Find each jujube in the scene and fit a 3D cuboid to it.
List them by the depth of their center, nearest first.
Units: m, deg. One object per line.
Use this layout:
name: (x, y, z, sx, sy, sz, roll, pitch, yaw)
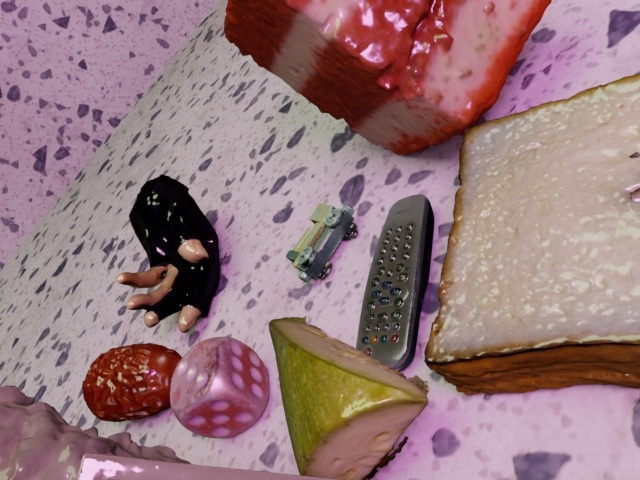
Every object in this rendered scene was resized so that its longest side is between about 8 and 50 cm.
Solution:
jujube: (-0.277, 0.212, 0.811, 0.176, 0.109, 0.112, -16, 83, 29)

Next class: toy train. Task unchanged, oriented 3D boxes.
toy train: (0.000, 0.000, 0.746, 0.122, 0.050, 0.081, -56, 30, -8)

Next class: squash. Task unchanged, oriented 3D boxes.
squash: (0.000, 0.110, 0.553, 0.169, 0.093, 0.252, -62, 27, 30)

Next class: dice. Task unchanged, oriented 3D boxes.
dice: (-0.126, 0.183, 0.671, 0.091, 0.094, 0.093, -36, 38, 18)

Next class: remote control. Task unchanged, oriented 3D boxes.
remote control: (0.090, 0.043, 0.610, 0.072, 0.042, 0.221, -15, 49, 42)

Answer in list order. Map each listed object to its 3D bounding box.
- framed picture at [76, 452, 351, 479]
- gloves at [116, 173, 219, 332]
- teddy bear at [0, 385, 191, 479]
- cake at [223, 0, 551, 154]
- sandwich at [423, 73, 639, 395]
framed picture: (-0.020, 0.254, 0.323, 0.016, 0.289, 0.213, 123, 156, -60)
gloves: (-0.250, 0.021, 0.917, 0.197, 0.152, 0.301, -49, 34, 40)
teddy bear: (-0.191, 0.329, 0.390, 0.225, 0.357, 0.367, -7, 53, 31)
cake: (0.083, -0.293, 0.647, 0.269, 0.320, 0.270, -58, 11, -3)
sandwich: (0.229, -0.010, 0.459, 0.249, 0.095, 0.273, -13, 49, 41)
